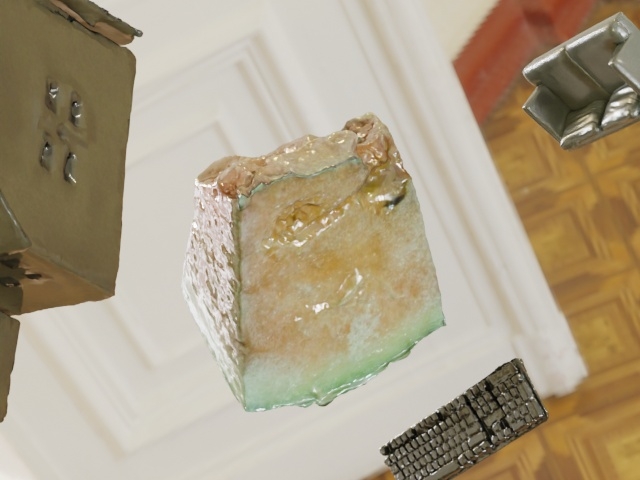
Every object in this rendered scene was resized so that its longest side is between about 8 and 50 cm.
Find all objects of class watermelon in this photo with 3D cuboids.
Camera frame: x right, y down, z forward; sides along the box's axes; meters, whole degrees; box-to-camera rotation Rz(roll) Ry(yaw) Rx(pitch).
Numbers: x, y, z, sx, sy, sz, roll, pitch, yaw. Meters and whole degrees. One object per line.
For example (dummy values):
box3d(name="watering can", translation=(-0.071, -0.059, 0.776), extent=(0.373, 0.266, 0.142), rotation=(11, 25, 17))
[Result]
box3d(name="watermelon", translation=(-0.008, -0.001, 1.553), extent=(0.264, 0.302, 0.151), rotation=(-24, 40, -24))

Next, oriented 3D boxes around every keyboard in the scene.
box3d(name="keyboard", translation=(0.141, 0.197, 1.558), extent=(0.023, 0.072, 0.231), rotation=(-9, -22, -42))

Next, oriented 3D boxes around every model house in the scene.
box3d(name="model house", translation=(-0.224, -0.031, 0.632), extent=(0.211, 0.243, 0.204), rotation=(-12, 65, 24))

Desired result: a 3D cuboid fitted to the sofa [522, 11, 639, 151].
box3d(name="sofa", translation=(0.233, -0.131, 1.327), extent=(0.060, 0.085, 0.147), rotation=(-53, 13, -23))
